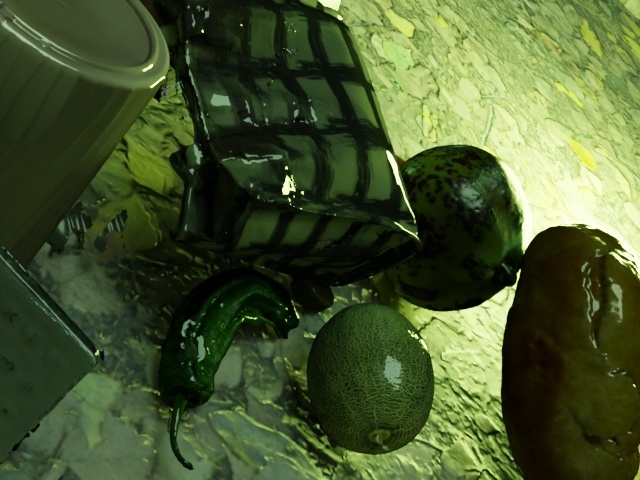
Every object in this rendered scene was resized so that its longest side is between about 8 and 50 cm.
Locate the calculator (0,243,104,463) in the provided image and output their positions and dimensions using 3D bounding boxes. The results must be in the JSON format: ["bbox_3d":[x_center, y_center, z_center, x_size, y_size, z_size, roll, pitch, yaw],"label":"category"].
[{"bbox_3d":[-0.302,0.044,0.828,0.261,0.161,0.021,46,21,-1],"label":"calculator"}]

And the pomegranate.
[{"bbox_3d":[0.131,-0.024,1.377,0.277,0.222,0.204,16,41,11],"label":"pomegranate"}]

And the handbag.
[{"bbox_3d":[-0.050,-0.127,1.144,0.327,0.163,0.325,11,58,-58],"label":"handbag"}]

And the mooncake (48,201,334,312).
[{"bbox_3d":[-0.117,0.023,1.152,0.347,0.057,0.150,28,30,-25],"label":"mooncake"}]

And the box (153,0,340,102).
[{"bbox_3d":[-0.091,-0.313,1.297,0.310,0.198,0.084,-32,68,-33],"label":"box"}]

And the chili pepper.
[{"bbox_3d":[-0.105,0.105,1.073,0.122,0.065,0.279,57,35,-10],"label":"chili pepper"}]

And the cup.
[{"bbox_3d":[-0.263,-0.107,0.929,0.288,0.273,0.208,-6,54,-55],"label":"cup"}]

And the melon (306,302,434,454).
[{"bbox_3d":[0.053,0.149,1.138,0.139,0.139,0.192,29,32,-26],"label":"melon"}]

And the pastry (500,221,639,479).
[{"bbox_3d":[0.319,0.150,1.311,0.356,0.164,0.355,0,90,-70],"label":"pastry"}]
